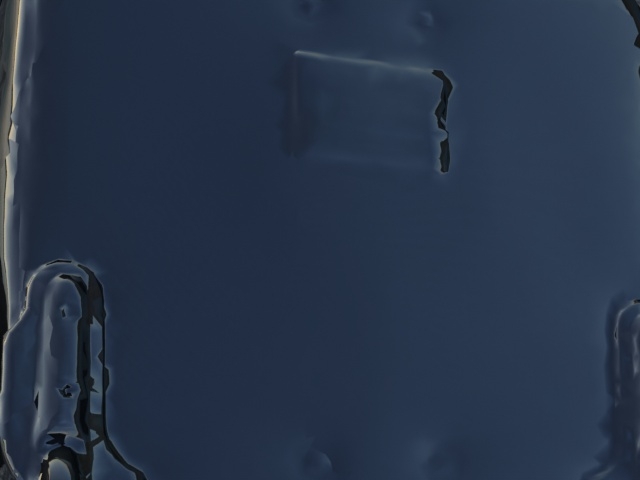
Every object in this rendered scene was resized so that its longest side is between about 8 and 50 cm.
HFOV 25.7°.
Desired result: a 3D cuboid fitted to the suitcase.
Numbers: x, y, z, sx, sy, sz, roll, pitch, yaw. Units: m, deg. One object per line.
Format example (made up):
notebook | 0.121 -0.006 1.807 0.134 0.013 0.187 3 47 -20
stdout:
suitcase | 0.000 0.000 0.702 0.345 0.188 0.339 4 75 -17
